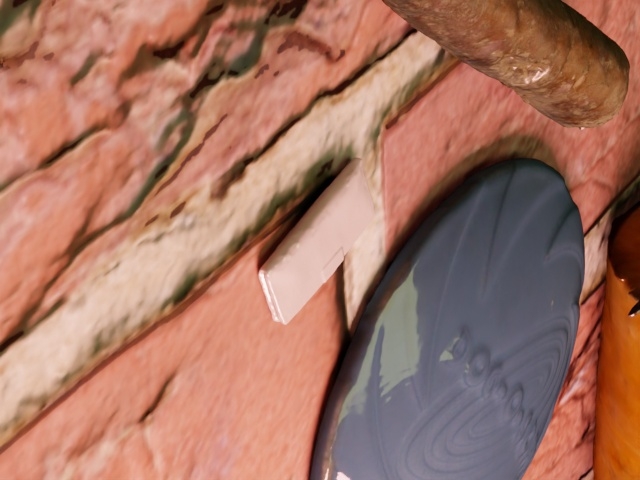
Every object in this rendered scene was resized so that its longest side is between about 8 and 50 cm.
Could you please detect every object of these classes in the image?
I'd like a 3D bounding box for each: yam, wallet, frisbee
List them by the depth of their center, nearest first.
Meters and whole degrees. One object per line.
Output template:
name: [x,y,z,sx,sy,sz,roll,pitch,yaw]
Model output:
wallet: [0.000,0.000,0.837,0.083,0.011,0.044,-51,146,-29]
yam: [0.086,-0.111,0.859,0.274,0.061,0.061,18,93,-59]
frisbee: [0.094,0.094,1.013,0.289,0.049,0.290,-37,137,-43]

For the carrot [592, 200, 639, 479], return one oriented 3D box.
carrot: [0.298,0.126,1.208,0.224,0.224,0.341,-43,136,-37]
